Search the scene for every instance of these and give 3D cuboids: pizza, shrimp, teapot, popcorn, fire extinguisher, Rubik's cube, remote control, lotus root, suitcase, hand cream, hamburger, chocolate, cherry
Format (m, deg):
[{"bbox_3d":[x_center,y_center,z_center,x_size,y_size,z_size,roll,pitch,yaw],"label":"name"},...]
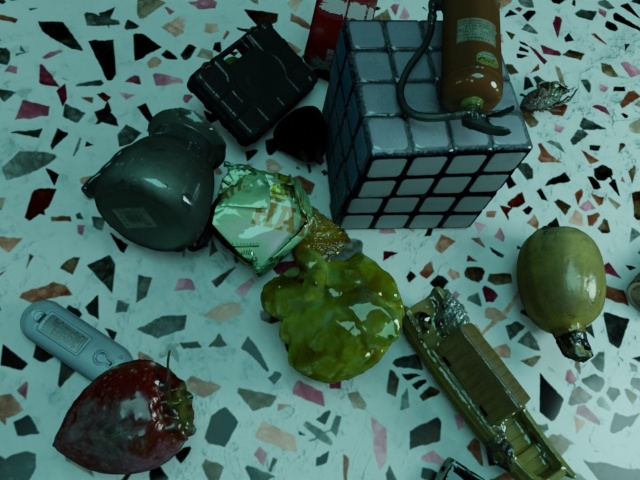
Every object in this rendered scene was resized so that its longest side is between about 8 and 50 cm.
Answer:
[{"bbox_3d":[0.000,0.000,1.421,0.131,0.041,0.178,-9,64,-6],"label":"pizza"},{"bbox_3d":[0.600,-0.377,1.688,0.190,0.074,0.073,-16,36,-27],"label":"shrimp"},{"bbox_3d":[-0.331,-0.132,1.361,0.223,0.305,0.285,38,49,-23],"label":"teapot"},{"bbox_3d":[0.029,0.136,1.259,0.277,0.225,0.276,6,62,-11],"label":"popcorn"},{"bbox_3d":[0.259,-0.341,1.236,0.200,0.113,0.375,-14,57,31],"label":"fire extinguisher"},{"bbox_3d":[0.200,-0.242,1.407,0.344,0.337,0.344,-3,64,-11],"label":"Rubik's cube"},{"bbox_3d":[-0.470,0.198,1.248,0.244,0.047,0.087,31,61,5],"label":"remote control"},{"bbox_3d":[0.516,0.110,1.376,0.183,0.182,0.309,5,64,-7],"label":"lotus root"},{"bbox_3d":[-0.152,-0.369,1.507,0.206,0.066,0.285,47,55,-11],"label":"suitcase"},{"bbox_3d":[0.050,-0.526,1.582,0.150,0.230,0.230,16,63,-2],"label":"hand cream"},{"bbox_3d":[-0.134,-0.062,1.359,0.235,0.125,0.214,42,74,1],"label":"hamburger"},{"bbox_3d":[-0.041,-0.231,1.500,0.125,0.080,0.148,-19,51,-3],"label":"chocolate"},{"bbox_3d":[-0.347,0.316,1.139,0.250,0.175,0.192,-20,98,-10],"label":"cherry"}]

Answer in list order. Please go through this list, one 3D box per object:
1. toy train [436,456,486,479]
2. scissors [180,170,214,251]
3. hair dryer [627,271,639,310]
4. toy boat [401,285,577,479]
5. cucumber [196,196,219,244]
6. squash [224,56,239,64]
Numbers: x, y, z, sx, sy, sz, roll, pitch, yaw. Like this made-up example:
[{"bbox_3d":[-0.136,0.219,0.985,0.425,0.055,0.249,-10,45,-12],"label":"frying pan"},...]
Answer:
[{"bbox_3d":[0.340,0.507,1.234,0.252,0.048,0.055,34,74,1],"label":"toy train"},{"bbox_3d":[-0.261,-0.102,1.427,0.109,0.022,0.299,-2,56,19],"label":"scissors"},{"bbox_3d":[0.874,0.172,1.467,0.189,0.107,0.344,-38,85,-25],"label":"hair dryer"},{"bbox_3d":[0.326,0.285,1.272,0.136,0.162,0.445,-27,72,-22],"label":"toy boat"},{"bbox_3d":[-0.229,-0.061,1.420,0.036,0.033,0.184,11,60,24],"label":"cucumber"},{"bbox_3d":[-0.206,-0.350,1.546,0.066,0.066,0.201,-2,72,-10],"label":"squash"}]
